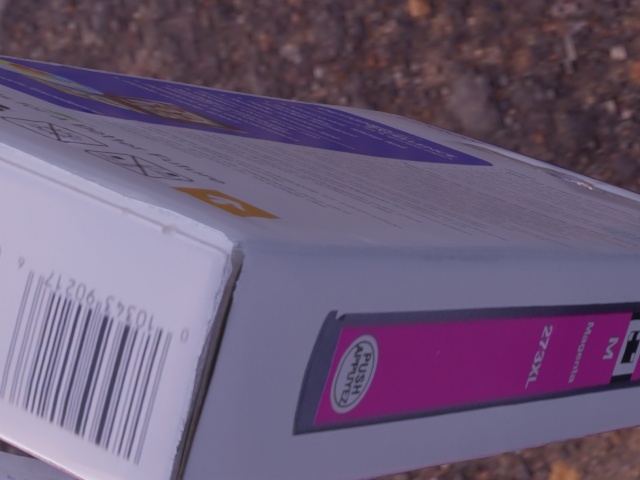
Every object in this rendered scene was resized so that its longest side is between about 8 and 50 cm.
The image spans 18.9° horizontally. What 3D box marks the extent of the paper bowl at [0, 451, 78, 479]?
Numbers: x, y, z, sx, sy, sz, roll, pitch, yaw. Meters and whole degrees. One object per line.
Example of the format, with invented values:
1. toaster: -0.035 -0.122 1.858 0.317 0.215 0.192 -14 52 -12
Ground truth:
1. paper bowl: -0.196 0.182 0.806 0.284 0.284 0.148 -16 59 40

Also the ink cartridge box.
1. ink cartridge box: 0.000 0.000 0.553 0.175 0.371 0.069 21 102 29
